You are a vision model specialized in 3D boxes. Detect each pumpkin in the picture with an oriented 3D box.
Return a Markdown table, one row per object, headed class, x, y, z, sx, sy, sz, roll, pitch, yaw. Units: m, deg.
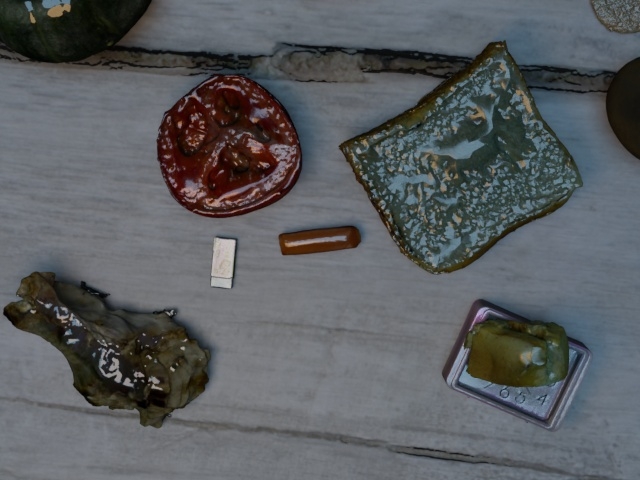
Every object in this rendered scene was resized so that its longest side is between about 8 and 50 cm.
| class | x | y | z | sx | sy | sz | roll | pitch | yaw |
| --- | --- | --- | --- | --- | --- | --- | --- | --- | --- |
| pumpkin | -0.392 | -0.419 | 1.240 | 0.301 | 0.207 | 0.300 | 0 | 87 | 4 |

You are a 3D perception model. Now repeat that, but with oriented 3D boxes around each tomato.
| class | x | y | z | sx | sy | sz | roll | pitch | yaw |
| --- | --- | --- | --- | --- | --- | --- | --- | --- | --- |
| tomato | -0.136 | -0.142 | 1.309 | 0.228 | 0.101 | 0.227 | 0 | 88 | 3 |

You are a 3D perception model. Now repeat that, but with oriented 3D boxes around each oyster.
| class | x | y | z | sx | sy | sz | roll | pitch | yaw |
| --- | --- | --- | --- | --- | --- | --- | --- | --- | --- |
| oyster | -0.336 | 0.162 | 1.341 | 0.337 | 0.133 | 0.197 | 40 | 90 | -5 |

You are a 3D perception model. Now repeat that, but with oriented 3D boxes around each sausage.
| class | x | y | z | sx | sy | sz | roll | pitch | yaw |
| --- | --- | --- | --- | --- | --- | --- | --- | --- | --- |
| sausage | 0.000 | 0.000 | 1.340 | 0.131 | 0.041 | 0.039 | -5 | 91 | 5 |

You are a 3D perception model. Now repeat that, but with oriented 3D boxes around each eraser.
| class | x | y | z | sx | sy | sz | roll | pitch | yaw |
| --- | --- | --- | --- | --- | --- | --- | --- | --- | --- |
| eraser | -0.158 | 0.037 | 1.367 | 0.038 | 0.019 | 0.083 | 7 | 97 | 2 |

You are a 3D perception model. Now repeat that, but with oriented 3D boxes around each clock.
| class | x | y | z | sx | sy | sz | roll | pitch | yaw |
| --- | --- | --- | --- | --- | --- | --- | --- | --- | --- |
| clock | 0.311 | 0.200 | 1.329 | 0.197 | 0.063 | 0.150 | 24 | 97 | 1 |

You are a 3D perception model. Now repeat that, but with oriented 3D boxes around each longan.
| class | x | y | z | sx | sy | sz | roll | pitch | yaw |
| --- | --- | --- | --- | --- | --- | --- | --- | --- | --- |
| longan | 0.515 | -0.192 | 1.229 | 0.187 | 0.167 | 0.167 | 36 | 98 | 21 |

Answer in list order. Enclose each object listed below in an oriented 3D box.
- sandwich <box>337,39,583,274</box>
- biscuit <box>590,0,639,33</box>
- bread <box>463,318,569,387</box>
| class | x | y | z | sx | sy | sz | roll | pitch | yaw |
| --- | --- | --- | --- | --- | --- | --- | --- | --- | --- |
| sandwich | 0.217 | -0.112 | 1.285 | 0.301 | 0.099 | 0.271 | -34 | 93 | 6 |
| biscuit | 0.473 | -0.376 | 1.278 | 0.120 | 0.015 | 0.120 | 1 | 97 | 5 |
| bread | 0.296 | 0.174 | 1.243 | 0.157 | 0.110 | 0.103 | -7 | 101 | 5 |
